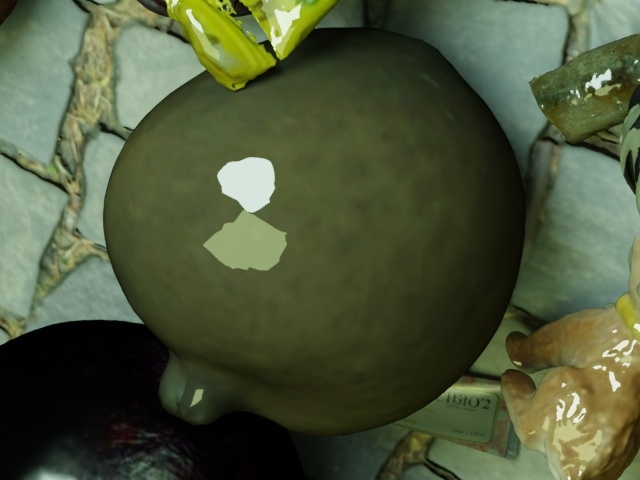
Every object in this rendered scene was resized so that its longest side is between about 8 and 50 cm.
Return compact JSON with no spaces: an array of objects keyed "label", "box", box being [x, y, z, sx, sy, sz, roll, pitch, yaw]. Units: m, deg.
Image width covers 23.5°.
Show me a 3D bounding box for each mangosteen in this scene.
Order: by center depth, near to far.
[{"label":"mangosteen","box":[-0.129,0.255,1.158,0.435,0.382,0.382,17,120,-10]}]

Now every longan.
[{"label":"longan","box":[0.000,0.000,1.013,0.243,0.300,0.300,28,132,60]}]

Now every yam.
[{"label":"yam","box":[0.249,-0.131,0.980,0.252,0.061,0.061,-27,99,32]}]

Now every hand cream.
[{"label":"hand cream","box":[0.053,0.118,1.189,0.209,0.043,0.067,13,116,13]}]

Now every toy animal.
[{"label":"toy animal","box":[0.219,0.091,1.027,0.185,0.184,0.104,-37,119,24]}]

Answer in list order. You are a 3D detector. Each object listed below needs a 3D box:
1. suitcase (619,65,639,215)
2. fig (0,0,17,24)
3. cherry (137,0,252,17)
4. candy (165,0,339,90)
[{"label":"suitcase","box":[0.382,-0.042,0.880,0.351,0.194,0.339,-25,125,31]},{"label":"fig","box":[-0.310,-0.226,1.123,0.205,0.205,0.205,9,115,20]},{"label":"cherry","box":[-0.066,-0.227,1.036,0.176,0.140,0.176,-1,87,22]},{"label":"candy","box":[0.006,-0.237,0.934,0.187,0.297,0.081,54,161,-7]}]
